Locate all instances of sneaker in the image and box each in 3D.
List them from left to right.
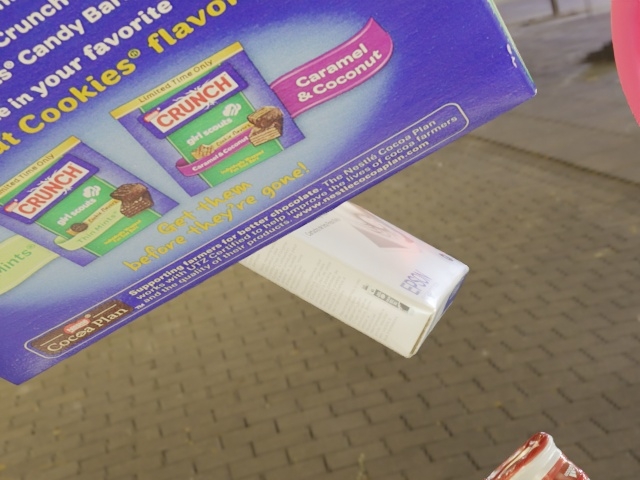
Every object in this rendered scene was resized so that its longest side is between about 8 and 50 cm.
[{"bbox_3d":[0.177,0.269,0.959,0.087,0.128,0.221,-40,-12,-37],"label":"sneaker"}]

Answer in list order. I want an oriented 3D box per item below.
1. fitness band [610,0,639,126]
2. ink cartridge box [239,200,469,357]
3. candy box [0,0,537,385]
[{"bbox_3d":[0.276,-0.151,0.741,0.054,0.291,0.209,-24,50,-14],"label":"fitness band"},{"bbox_3d":[0.000,0.000,0.862,0.224,0.045,0.223,27,12,9],"label":"ink cartridge box"},{"bbox_3d":[-0.108,-0.104,0.364,0.268,0.122,0.317,-29,-34,12],"label":"candy box"}]
